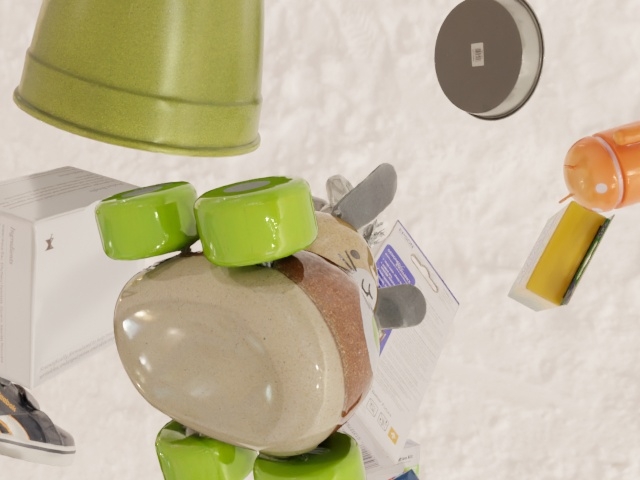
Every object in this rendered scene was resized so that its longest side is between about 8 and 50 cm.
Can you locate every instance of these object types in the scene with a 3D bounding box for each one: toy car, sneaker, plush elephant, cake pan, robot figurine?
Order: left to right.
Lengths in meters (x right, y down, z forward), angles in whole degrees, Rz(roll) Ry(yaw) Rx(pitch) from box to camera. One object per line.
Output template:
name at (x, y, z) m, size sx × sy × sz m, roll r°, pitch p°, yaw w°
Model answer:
sneaker at (-0.436, 0.206, 1.055) m, size 0.126 × 0.321 × 0.127 m, roll 1°, pitch 68°, yaw 39°
toy car at (0.000, 0.030, 0.438) m, size 0.149 × 0.188 × 0.155 m, roll 1°, pitch 108°, yaw 42°
plush elephant at (0.000, 0.000, 1.849) m, size 0.255 × 0.330 × 0.271 m, roll 87°, pitch 165°, yaw -78°
cake pan at (0.362, -0.410, 1.811) m, size 0.293 × 0.054 × 0.293 m, roll 17°, pitch 112°, yaw 49°
robot figurine at (0.477, -0.116, 1.278) m, size 0.158 × 0.219 × 0.128 m, roll -153°, pitch 47°, yaw -83°

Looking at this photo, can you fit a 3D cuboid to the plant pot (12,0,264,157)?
plant pot at (-0.228, -0.345, 1.176) m, size 0.366 × 0.366 × 0.353 m, roll 33°, pitch 116°, yaw 43°

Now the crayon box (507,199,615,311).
crayon box at (0.491, 0.037, 1.702) m, size 0.083 × 0.323 × 0.203 m, roll 29°, pitch 86°, yaw 7°

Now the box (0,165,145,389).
box at (-0.286, 0.030, 0.868) m, size 0.119 × 0.181 × 0.182 m, roll 16°, pitch 110°, yaw 21°

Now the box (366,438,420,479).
box at (0.116, 0.475, 1.525) m, size 0.038 × 0.145 × 0.186 m, roll 14°, pitch 104°, yaw 57°

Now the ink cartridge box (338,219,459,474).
ink cartridge box at (0.087, 0.131, 1.135) m, size 0.069 × 0.371 × 0.175 m, roll -28°, pitch 104°, yaw 35°

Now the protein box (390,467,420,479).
protein box at (0.099, 0.497, 1.239) m, size 0.200 × 0.201 × 0.136 m, roll 54°, pitch 151°, yaw 27°
